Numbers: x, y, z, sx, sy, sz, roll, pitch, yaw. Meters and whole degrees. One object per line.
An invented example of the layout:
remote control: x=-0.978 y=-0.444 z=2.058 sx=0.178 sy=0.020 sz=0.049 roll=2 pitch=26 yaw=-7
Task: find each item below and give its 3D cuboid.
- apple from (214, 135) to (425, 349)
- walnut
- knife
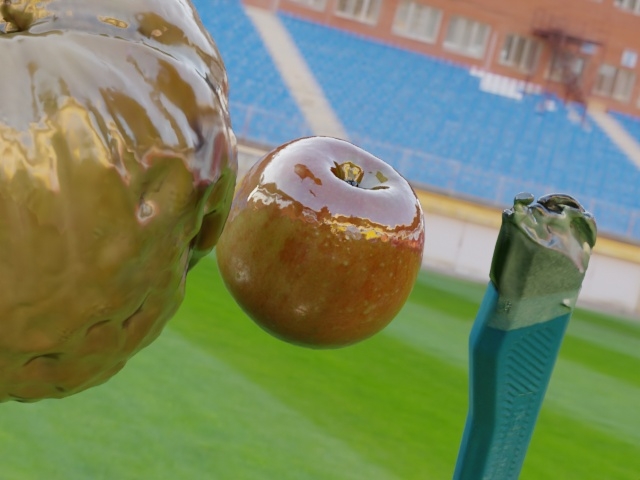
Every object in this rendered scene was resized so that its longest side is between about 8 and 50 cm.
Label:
apple: x=0.000 y=0.000 z=1.153 sx=0.181 sy=0.168 sz=0.181 roll=17 pitch=33 yaw=-11
walnut: x=-0.107 y=-0.025 z=0.469 sx=0.156 sy=0.155 sz=0.184 roll=14 pitch=-33 yaw=0
knife: x=0.074 y=0.089 z=0.596 sx=0.044 sy=0.296 sz=0.026 roll=-14 pitch=46 yaw=-23
